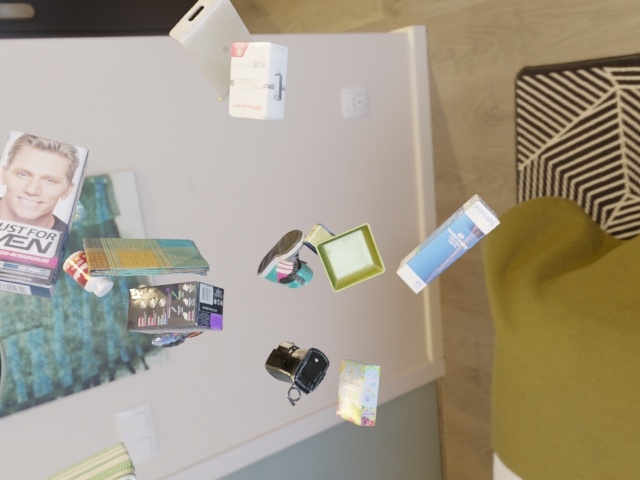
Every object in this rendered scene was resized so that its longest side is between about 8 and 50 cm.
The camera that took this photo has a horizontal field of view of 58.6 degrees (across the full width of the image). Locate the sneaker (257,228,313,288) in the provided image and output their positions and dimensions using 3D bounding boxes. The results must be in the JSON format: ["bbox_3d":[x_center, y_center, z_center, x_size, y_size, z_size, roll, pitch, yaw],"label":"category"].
[{"bbox_3d":[-0.092,0.083,2.112,0.295,0.178,0.124,-41,30,44],"label":"sneaker"}]

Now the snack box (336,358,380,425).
[{"bbox_3d":[0.132,0.539,2.039,0.174,0.070,0.207,-8,73,62],"label":"snack box"}]

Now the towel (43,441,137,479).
[{"bbox_3d":[-0.636,0.656,1.554,0.325,0.248,0.038,-11,100,64],"label":"towel"}]

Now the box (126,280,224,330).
[{"bbox_3d":[-0.471,0.224,1.864,0.270,0.165,0.143,-7,73,20],"label":"box"}]

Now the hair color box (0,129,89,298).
[{"bbox_3d":[-0.649,-0.059,1.277,0.105,0.173,0.347,138,140,-59],"label":"hair color box"}]

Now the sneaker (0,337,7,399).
[{"bbox_3d":[-0.481,0.200,0.741,0.118,0.083,0.222,81,-177,-76],"label":"sneaker"}]

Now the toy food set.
[{"bbox_3d":[-0.346,-0.649,1.918,0.092,0.220,0.306,29,165,38],"label":"toy food set"}]

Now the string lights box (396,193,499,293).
[{"bbox_3d":[0.311,0.006,1.401,0.259,0.133,0.077,-44,89,18],"label":"string lights box"}]

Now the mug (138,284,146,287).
[{"bbox_3d":[-0.661,0.210,2.098,0.078,0.064,0.062,35,132,15],"label":"mug"}]

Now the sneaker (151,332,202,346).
[{"bbox_3d":[-0.550,0.351,2.203,0.083,0.221,0.087,63,-177,-68],"label":"sneaker"}]

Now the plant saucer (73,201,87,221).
[{"bbox_3d":[-0.775,-0.099,1.752,0.119,0.021,0.119,16,135,17],"label":"plant saucer"}]

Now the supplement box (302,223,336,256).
[{"bbox_3d":[0.000,0.000,1.909,0.083,0.083,0.056,40,169,-15],"label":"supplement box"}]

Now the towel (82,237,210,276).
[{"bbox_3d":[-0.576,0.053,1.878,0.271,0.370,0.040,41,126,57],"label":"towel"}]

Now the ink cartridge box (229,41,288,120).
[{"bbox_3d":[-0.188,-0.477,1.717,0.158,0.092,0.218,14,104,35],"label":"ink cartridge box"}]

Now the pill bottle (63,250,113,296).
[{"bbox_3d":[-0.756,0.112,1.864,0.152,0.086,0.086,39,140,7],"label":"pill bottle"}]

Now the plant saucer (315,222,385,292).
[{"bbox_3d":[0.096,0.051,1.871,0.045,0.188,0.188,-117,5,-69],"label":"plant saucer"}]

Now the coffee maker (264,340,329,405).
[{"bbox_3d":[-0.088,0.391,1.725,0.178,0.171,0.120,-2,116,55],"label":"coffee maker"}]
